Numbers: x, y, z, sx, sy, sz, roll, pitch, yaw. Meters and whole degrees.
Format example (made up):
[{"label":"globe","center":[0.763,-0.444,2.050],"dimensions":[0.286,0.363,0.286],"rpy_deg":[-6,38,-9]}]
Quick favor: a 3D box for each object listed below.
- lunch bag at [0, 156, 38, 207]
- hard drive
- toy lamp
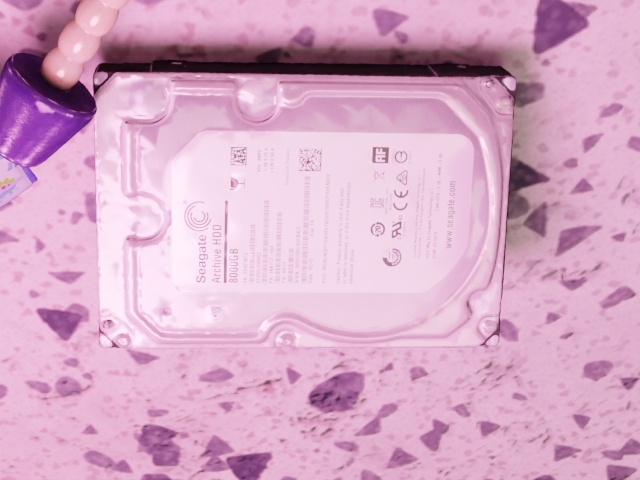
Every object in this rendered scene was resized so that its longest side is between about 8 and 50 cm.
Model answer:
[{"label":"lunch bag","center":[-0.314,-0.067,1.071],"dimensions":[0.129,0.096,0.151],"rpy_deg":[-37,124,-9]},{"label":"hard drive","center":[-0.015,-0.027,1.117],"dimensions":[0.339,0.064,0.237],"rpy_deg":[1,106,-4]},{"label":"toy lamp","center":[-0.158,-0.171,0.993],"dimensions":[0.080,0.080,0.275],"rpy_deg":[28,114,-27]}]
